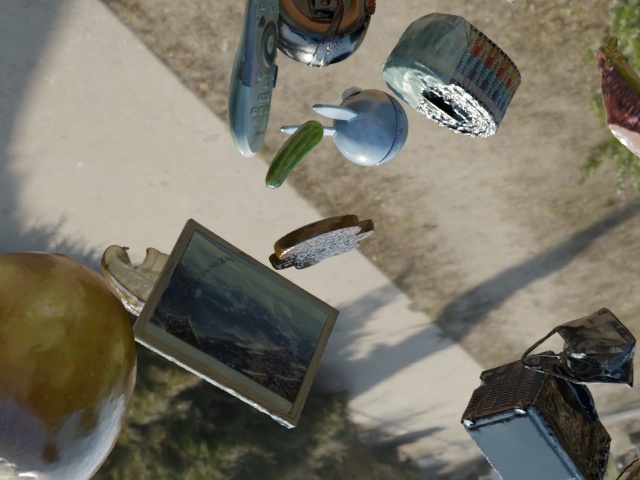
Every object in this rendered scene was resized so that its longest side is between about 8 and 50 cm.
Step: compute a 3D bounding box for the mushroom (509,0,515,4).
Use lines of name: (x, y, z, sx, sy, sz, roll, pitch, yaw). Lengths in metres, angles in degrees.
mushroom: (0.328, -0.544, 1.746, 0.107, 0.087, 0.333, -49, 155, -2)

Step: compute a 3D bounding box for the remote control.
remote control: (-0.082, -0.232, 1.123, 0.045, 0.256, 0.097, 11, -169, 13)

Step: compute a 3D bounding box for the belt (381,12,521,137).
belt: (0.248, -0.313, 1.717, 0.257, 0.150, 0.207, 32, 166, -22)

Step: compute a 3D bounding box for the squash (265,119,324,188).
squash: (-0.028, -0.085, 0.886, 0.089, 0.027, 0.027, -50, 174, -24)

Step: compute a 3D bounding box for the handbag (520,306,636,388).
handbag: (0.333, 0.150, 1.188, 0.139, 0.072, 0.115, -11, -159, 0)

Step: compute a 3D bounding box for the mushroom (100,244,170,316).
mushroom: (-0.412, 0.118, 2.152, 0.285, 0.156, 0.151, 29, 140, -23)

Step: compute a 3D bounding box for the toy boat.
toy boat: (0.465, -0.129, 1.150, 0.099, 0.318, 0.141, -48, 172, -4)

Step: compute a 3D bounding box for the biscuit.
biscuit: (0.000, 0.000, 1.434, 0.180, 0.039, 0.236, -20, 171, 1)

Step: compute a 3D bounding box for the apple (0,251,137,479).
apple: (-0.449, 0.198, 1.326, 0.374, 0.374, 0.384, -2, 152, -27)

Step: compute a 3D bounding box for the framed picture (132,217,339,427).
framed picture: (-0.141, 0.145, 1.588, 0.335, 0.247, 0.022, 33, 148, -17)

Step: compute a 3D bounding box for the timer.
timer: (0.063, -0.252, 1.842, 0.255, 0.175, 0.175, 25, 143, -27)

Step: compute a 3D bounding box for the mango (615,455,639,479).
mango: (0.531, 0.361, 1.181, 0.378, 0.221, 0.264, 20, 132, -32)

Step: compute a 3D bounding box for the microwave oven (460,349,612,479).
microwave oven: (0.416, 0.361, 1.712, 0.188, 0.247, 0.178, -23, -162, 40)

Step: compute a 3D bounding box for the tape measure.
tape measure: (-0.005, -0.439, 1.700, 0.202, 0.223, 0.135, -11, 156, -14)
